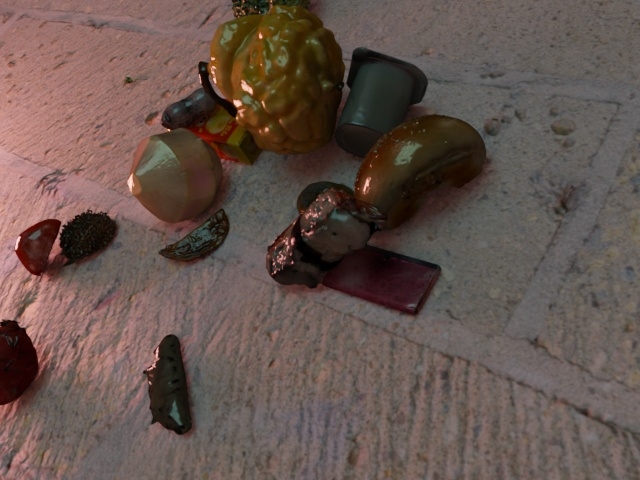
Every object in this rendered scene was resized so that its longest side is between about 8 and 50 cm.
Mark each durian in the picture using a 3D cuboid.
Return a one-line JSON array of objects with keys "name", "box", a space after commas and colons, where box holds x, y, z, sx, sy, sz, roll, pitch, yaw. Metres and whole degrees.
[{"name": "durian", "box": [-0.633, -0.013, 1.786, 0.148, 0.091, 0.189, 11, 63, 33]}]

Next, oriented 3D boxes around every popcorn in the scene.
[{"name": "popcorn", "box": [-0.111, -0.375, 1.605, 0.381, 0.349, 0.349, 6, 58, 15]}]

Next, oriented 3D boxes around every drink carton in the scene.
[{"name": "drink carton", "box": [0.132, -0.305, 1.561, 0.190, 0.185, 0.190, 19, 68, 0]}]

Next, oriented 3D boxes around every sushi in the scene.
[{"name": "sushi", "box": [0.000, 0.000, 1.387, 0.332, 0.124, 0.130, -43, 32, 38]}]

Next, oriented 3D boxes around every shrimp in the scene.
[{"name": "shrimp", "box": [0.018, -0.083, 1.539, 0.132, 0.052, 0.187, -35, 45, -1]}]

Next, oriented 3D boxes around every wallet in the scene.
[{"name": "wallet", "box": [0.120, 0.073, 1.389, 0.232, 0.025, 0.119, 16, 65, 35]}]

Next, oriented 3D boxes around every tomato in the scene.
[{"name": "tomato", "box": [-0.754, 0.007, 1.790, 0.139, 0.091, 0.159, 13, 79, 66]}]

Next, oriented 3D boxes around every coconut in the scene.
[{"name": "coconut", "box": [-0.366, -0.162, 1.689, 0.197, 0.236, 0.237, -33, 38, 45]}]

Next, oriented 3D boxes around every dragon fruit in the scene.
[{"name": "dragon fruit", "box": [-0.746, 0.291, 1.563, 0.172, 0.172, 0.210, 10, 52, 32]}]

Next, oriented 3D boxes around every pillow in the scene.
[{"name": "pillow", "box": [-0.325, 0.306, 1.417, 0.093, 0.051, 0.241, -26, 51, 6]}]

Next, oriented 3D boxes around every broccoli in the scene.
[{"name": "broccoli", "box": [-0.140, -0.737, 2.007, 0.288, 0.235, 0.260, 27, 105, 29]}]

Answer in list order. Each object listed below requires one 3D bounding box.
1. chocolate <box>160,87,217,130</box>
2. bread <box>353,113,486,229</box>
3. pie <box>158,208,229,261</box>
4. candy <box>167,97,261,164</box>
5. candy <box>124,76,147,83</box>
[{"name": "chocolate", "box": [-0.348, -0.347, 1.792, 0.167, 0.072, 0.072, -32, 48, 1]}, {"name": "bread", "box": [0.186, -0.158, 1.408, 0.314, 0.192, 0.171, -35, 69, 6]}, {"name": "pie", "box": [-0.295, 0.005, 1.642, 0.191, 0.033, 0.088, -35, 55, -8]}, {"name": "candy", "box": [-0.266, -0.303, 1.824, 0.276, 0.088, 0.146, 14, 62, 34]}, {"name": "candy", "box": [-0.603, -0.524, 2.209, 0.083, 0.025, 0.023, 0, 44, 13]}]
